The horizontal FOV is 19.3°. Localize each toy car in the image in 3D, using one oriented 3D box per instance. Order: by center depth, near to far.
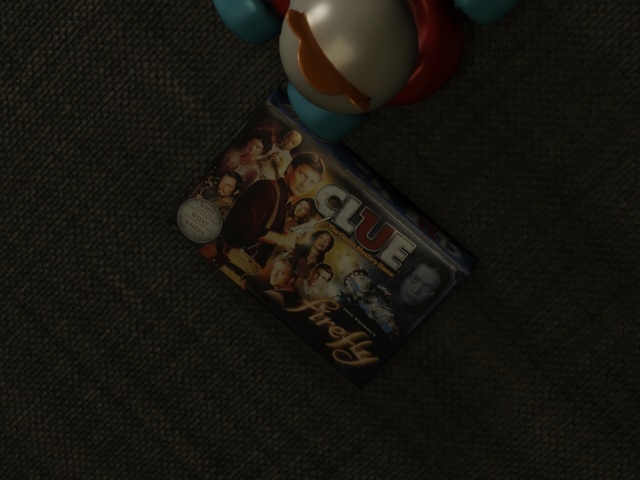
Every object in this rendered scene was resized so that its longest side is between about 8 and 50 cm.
[{"bbox_3d":[0.017,-0.187,1.550,0.219,0.238,0.210,-36,97,24],"label":"toy car"}]

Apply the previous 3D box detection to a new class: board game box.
[{"bbox_3d":[0.000,0.000,1.732,0.243,0.042,0.165,40,115,-1],"label":"board game box"}]
